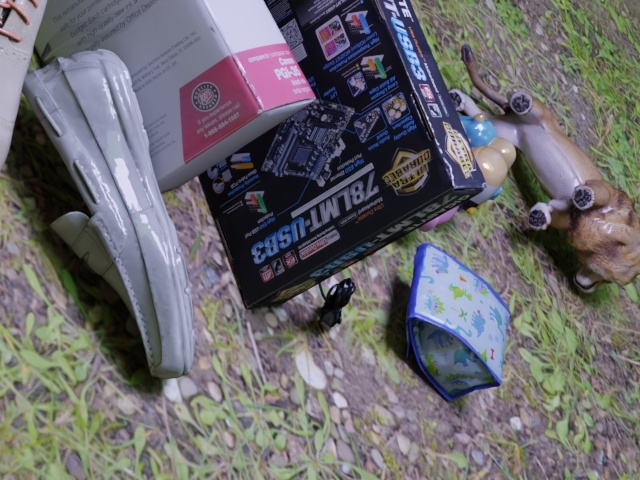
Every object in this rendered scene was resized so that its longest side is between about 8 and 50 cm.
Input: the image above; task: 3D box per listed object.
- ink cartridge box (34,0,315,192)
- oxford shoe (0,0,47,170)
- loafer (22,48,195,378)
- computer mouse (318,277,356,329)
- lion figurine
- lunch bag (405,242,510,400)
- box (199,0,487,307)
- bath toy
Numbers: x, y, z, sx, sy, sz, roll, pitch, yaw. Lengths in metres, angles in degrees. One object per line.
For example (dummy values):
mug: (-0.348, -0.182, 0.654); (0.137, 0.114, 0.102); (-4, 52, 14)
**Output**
ink cartridge box: (-0.167, -0.210, 1.471); (0.117, 0.207, 0.283); (-23, 84, -58)
oxford shoe: (-0.313, -0.217, 1.332); (0.140, 0.146, 0.397); (26, 47, -45)
loafer: (-0.197, -0.018, 1.390); (0.112, 0.111, 0.319); (148, -75, -82)
computer mouse: (0.000, 0.000, 1.646); (0.042, 0.106, 0.193); (-13, 66, -10)
lion figurine: (0.340, -0.108, 2.149); (0.240, 0.142, 0.392); (4, 57, -61)
lunch bag: (0.153, 0.095, 1.771); (0.151, 0.096, 0.129); (51, 33, -31)
box: (-0.007, -0.120, 1.538); (0.073, 0.295, 0.293); (-5, 68, -52)
bath toy: (0.129, -0.072, 1.852); (0.348, 0.151, 0.129); (-25, 121, -57)
